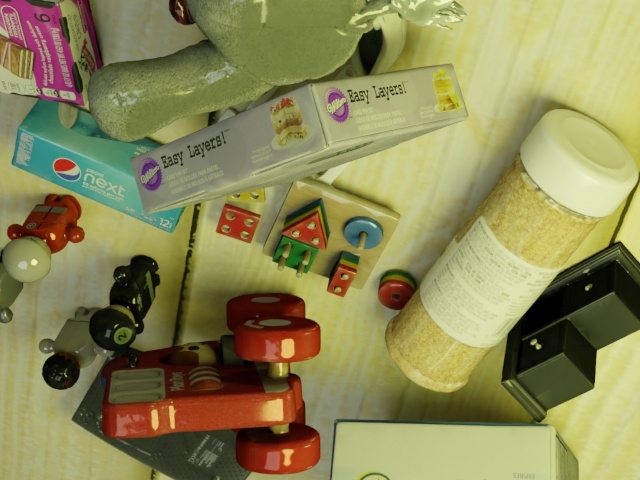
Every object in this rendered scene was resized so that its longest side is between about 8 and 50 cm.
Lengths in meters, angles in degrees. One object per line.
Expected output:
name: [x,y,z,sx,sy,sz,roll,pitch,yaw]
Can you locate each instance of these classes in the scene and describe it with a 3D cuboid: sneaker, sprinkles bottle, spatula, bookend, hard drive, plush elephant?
sneaker: [0.052,-0.256,1.231,0.080,0.094,0.212,3,126,16]
sprinkles bottle: [0.204,0.020,1.365,0.121,0.121,0.355,29,125,-6]
spatula: [-0.019,-0.125,1.398,0.168,0.019,0.242,39,125,-7]
bookend: [0.294,0.104,1.387,0.156,0.157,0.072,-32,112,33]
hard drive: [-0.204,0.254,1.701,0.254,0.054,0.172,30,127,-7]
plush elephant: [-0.057,-0.275,1.093,0.330,0.255,0.272,-7,137,-12]

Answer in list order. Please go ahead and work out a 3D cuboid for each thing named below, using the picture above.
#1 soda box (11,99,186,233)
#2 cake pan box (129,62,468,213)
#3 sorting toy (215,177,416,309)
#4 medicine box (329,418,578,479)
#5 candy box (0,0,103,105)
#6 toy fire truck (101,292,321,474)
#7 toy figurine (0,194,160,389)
soda box: [-0.253,-0.091,1.447,0.210,0.071,0.067,24,135,-2]
cake pan box: [-0.023,-0.101,1.230,0.267,0.245,0.070,-17,88,41]
sorting toy: [0.000,0.000,1.441,0.274,0.046,0.132,21,133,-6]
medicine box: [0.173,0.317,1.498,0.263,0.149,0.289,-1,161,17]
candy box: [-0.372,-0.242,1.350,0.233,0.071,0.159,10,144,9]
toy fire truck: [-0.135,0.167,1.456,0.253,0.302,0.169,-1,99,-9]
toy figurine: [-0.333,0.074,1.546,0.213,0.148,0.209,41,125,-15]
